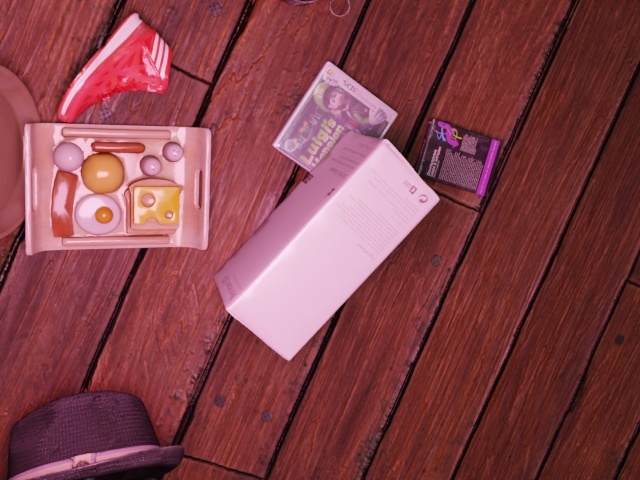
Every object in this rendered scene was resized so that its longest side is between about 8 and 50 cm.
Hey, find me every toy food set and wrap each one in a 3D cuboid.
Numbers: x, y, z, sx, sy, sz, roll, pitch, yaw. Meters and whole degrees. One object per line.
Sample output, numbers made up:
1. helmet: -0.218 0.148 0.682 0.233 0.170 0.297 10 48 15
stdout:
1. toy food set: -0.342 -0.087 1.328 0.306 0.092 0.219 -1 100 -20

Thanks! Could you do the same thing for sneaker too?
1. sneaker: -0.335 -0.264 1.312 0.128 0.087 0.221 38 88 -18

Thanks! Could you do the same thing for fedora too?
1. fedora: -0.410 0.353 1.336 0.334 0.334 0.152 -10 68 -15

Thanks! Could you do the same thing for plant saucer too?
1. plant saucer: -0.523 -0.136 1.200 0.041 0.278 0.277 6 99 13

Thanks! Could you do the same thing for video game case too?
1. video game case: 0.029 -0.210 1.464 0.173 0.022 0.190 33 89 -19

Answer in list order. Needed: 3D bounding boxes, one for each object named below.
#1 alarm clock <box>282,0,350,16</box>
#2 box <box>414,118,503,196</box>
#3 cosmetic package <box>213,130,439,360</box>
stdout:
1. alarm clock: -0.022 -0.472 1.383 0.192 0.064 0.129 41 86 -15
2. box: 0.273 -0.164 1.542 0.162 0.029 0.116 15 94 -20
3. cosmetic package: 0.000 0.000 1.377 0.385 0.217 0.156 -46 109 -2
